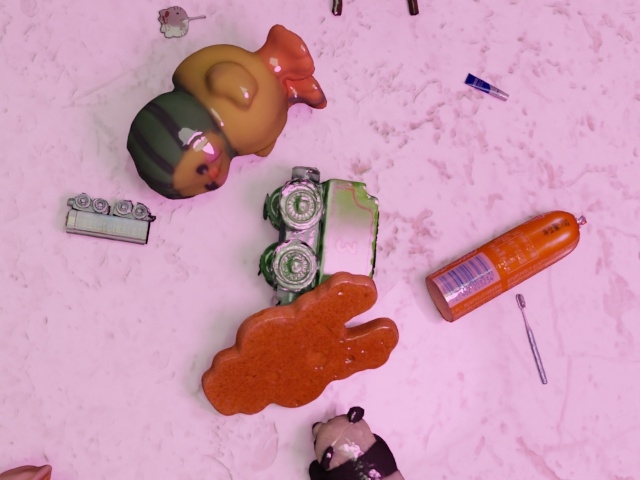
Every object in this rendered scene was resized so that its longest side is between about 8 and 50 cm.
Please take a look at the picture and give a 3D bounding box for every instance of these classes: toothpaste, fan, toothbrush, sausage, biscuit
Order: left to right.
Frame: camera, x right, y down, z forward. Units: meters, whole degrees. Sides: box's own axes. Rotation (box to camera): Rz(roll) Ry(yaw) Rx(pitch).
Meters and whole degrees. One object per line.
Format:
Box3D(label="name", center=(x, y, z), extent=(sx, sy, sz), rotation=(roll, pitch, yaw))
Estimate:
Box3D(label="fan", center=(-0.237, -0.378, 1.912), extent=(0.083, 0.004, 0.056), rotation=(-11, 86, -12))
Box3D(label="biscuit", center=(-0.038, 0.179, 1.816), extent=(0.334, 0.047, 0.202), rotation=(-29, 122, 5))
Box3D(label="toothpaste", center=(0.299, -0.273, 1.998), extent=(0.083, 0.015, 0.024), rotation=(27, 72, -2))
Box3D(label="sausage", center=(0.334, 0.031, 1.933), extent=(0.312, 0.093, 0.093), rotation=(-29, 90, -12))
Box3D(label="toothbrush", center=(0.375, 0.174, 1.963), extent=(0.011, 0.014, 0.167), rotation=(-15, 87, -21))

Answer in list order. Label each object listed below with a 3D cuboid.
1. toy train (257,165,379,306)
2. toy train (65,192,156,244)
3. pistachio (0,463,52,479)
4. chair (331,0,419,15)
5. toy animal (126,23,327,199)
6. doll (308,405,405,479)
Box3D(label="toy train", center=(0.000, 0.000, 1.856), extent=(0.188, 0.132, 0.243), rotation=(6, 85, -15))
Box3D(label="toy train", center=(-0.347, -0.036, 1.838), extent=(0.148, 0.038, 0.071), rotation=(9, 85, -10))
Box3D(label="pistachio", center=(-0.488, 0.484, 1.660), extent=(0.309, 0.230, 0.230), rotation=(-42, 93, -12))
Box3D(label="chair", center=(0.107, -0.561, 1.920), extent=(0.186, 0.160, 0.319), rotation=(-3, 87, -13))
Box3D(label="toy animal", center=(-0.168, -0.213, 1.819), extent=(0.338, 0.216, 0.191), rotation=(-40, 65, -9))
Box3D(label="doll", center=(0.072, 0.389, 1.820), extent=(0.143, 0.135, 0.234), rotation=(-27, 80, -17))
